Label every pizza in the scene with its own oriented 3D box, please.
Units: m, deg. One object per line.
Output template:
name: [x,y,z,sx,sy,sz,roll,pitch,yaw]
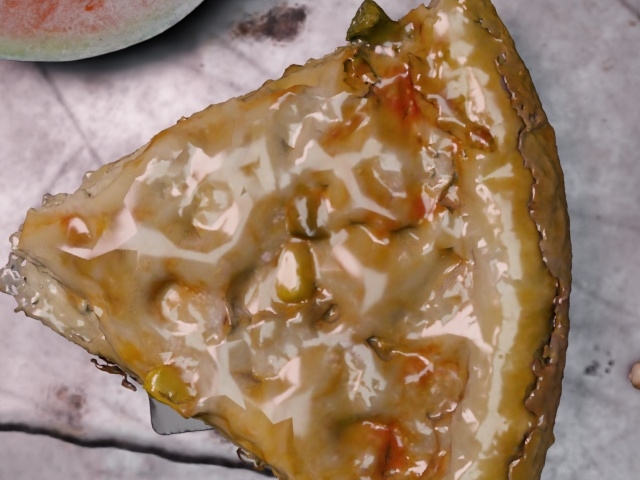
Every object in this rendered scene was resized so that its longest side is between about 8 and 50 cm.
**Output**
pizza: [0.032,0.003,0.626,0.435,0.080,0.392,36,89,2]

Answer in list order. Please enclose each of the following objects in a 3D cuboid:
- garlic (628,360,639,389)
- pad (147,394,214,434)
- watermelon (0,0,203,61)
garlic: [0.303,0.161,0.604,0.128,0.090,0.198,-17,93,18]
pad: [-0.084,0.065,0.669,0.112,0.003,0.157,-8,87,4]
watermelon: [-0.174,-0.261,0.638,0.321,0.188,0.175,-27,40,9]
